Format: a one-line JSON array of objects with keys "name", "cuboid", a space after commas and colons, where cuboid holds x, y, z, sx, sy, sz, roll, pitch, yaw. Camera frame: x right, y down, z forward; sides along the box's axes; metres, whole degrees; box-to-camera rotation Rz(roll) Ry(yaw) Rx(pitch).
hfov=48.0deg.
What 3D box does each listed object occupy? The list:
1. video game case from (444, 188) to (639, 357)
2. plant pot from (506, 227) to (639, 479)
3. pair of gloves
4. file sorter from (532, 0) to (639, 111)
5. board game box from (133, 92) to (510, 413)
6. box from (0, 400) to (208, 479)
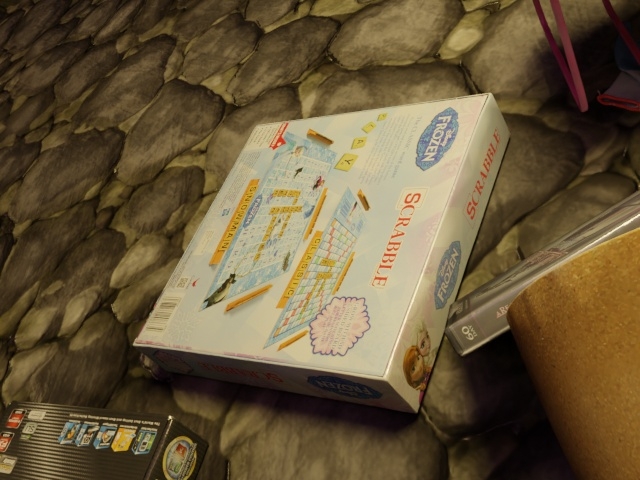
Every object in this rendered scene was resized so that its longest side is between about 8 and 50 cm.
[{"name": "video game case", "cuboid": [0.212, -0.008, 0.510, 0.274, 0.196, 0.026, -32, 84, 9]}, {"name": "plant pot", "cuboid": [0.237, 0.127, 0.328, 0.237, 0.237, 0.254, -21, 66, 22]}, {"name": "pair of gloves", "cuboid": [0.352, -0.166, 0.652, 0.198, 0.023, 0.159, 24, 68, 47]}, {"name": "file sorter", "cuboid": [0.320, -0.265, 0.609, 0.291, 0.182, 0.202, -20, 42, 18]}, {"name": "board game box", "cuboid": [0.000, 0.000, 0.739, 0.318, 0.066, 0.318, 1, 54, 39]}, {"name": "box", "cuboid": [-0.258, 0.271, 0.696, 0.270, 0.060, 0.216, -5, 51, 36]}]
